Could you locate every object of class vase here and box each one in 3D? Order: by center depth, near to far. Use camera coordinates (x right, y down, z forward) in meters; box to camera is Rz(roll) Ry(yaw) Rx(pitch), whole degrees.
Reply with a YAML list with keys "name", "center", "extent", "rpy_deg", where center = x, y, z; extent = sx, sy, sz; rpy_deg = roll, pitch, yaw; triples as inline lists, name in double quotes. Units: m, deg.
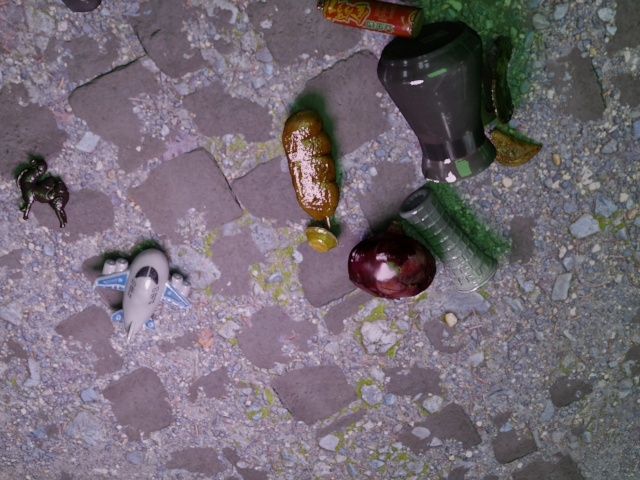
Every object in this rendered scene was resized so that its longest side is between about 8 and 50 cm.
- name: "vase"
  center: [-0.516, -0.601, 1.575]
  extent: [0.183, 0.120, 0.120]
  rpy_deg: [-43, 113, -2]
- name: "vase"
  center: [0.347, -0.004, 1.924]
  extent: [0.143, 0.143, 0.299]
  rpy_deg: [-39, 110, 12]

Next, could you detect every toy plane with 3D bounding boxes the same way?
- name: "toy plane"
  center: [-0.486, 0.144, 1.913]
  extent: [0.266, 0.123, 0.267]
  rpy_deg: [-3, 113, -6]

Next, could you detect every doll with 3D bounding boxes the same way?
- name: "doll"
  center: [-0.714, -0.124, 1.802]
  extent: [0.139, 0.057, 0.165]
  rpy_deg: [12, 108, -8]

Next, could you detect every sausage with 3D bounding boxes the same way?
- name: "sausage"
  center: [0.111, -0.531, 1.646]
  extent: [0.263, 0.083, 0.083]
  rpy_deg: [17, 116, 20]

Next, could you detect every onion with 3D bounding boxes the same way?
- name: "onion"
  center: [0.189, 0.051, 1.888]
  extent: [0.252, 0.252, 0.219]
  rpy_deg: [3, 84, -7]

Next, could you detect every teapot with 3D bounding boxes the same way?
- name: "teapot"
  center: [0.313, -0.349, 1.720]
  extent: [0.300, 0.253, 0.344]
  rpy_deg: [-36, 124, -20]

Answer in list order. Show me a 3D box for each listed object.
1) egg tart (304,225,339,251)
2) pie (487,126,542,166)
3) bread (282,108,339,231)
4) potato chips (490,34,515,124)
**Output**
- name: "egg tart"
  center: [0.000, 0.000, 1.914]
  extent: [0.105, 0.039, 0.105]
  rpy_deg: [17, 151, 10]
- name: "pie"
  center: [0.509, -0.246, 1.884]
  extent: [0.169, 0.034, 0.092]
  rpy_deg: [21, 109, -21]
- name: "bread"
  center: [-0.016, -0.178, 1.833]
  extent: [0.124, 0.084, 0.344]
  rpy_deg: [-11, 117, 6]
- name: "potato chips"
  center: [0.458, -0.401, 1.746]
  extent: [0.029, 0.202, 0.220]
  rpy_deg: [1, 101, 30]
